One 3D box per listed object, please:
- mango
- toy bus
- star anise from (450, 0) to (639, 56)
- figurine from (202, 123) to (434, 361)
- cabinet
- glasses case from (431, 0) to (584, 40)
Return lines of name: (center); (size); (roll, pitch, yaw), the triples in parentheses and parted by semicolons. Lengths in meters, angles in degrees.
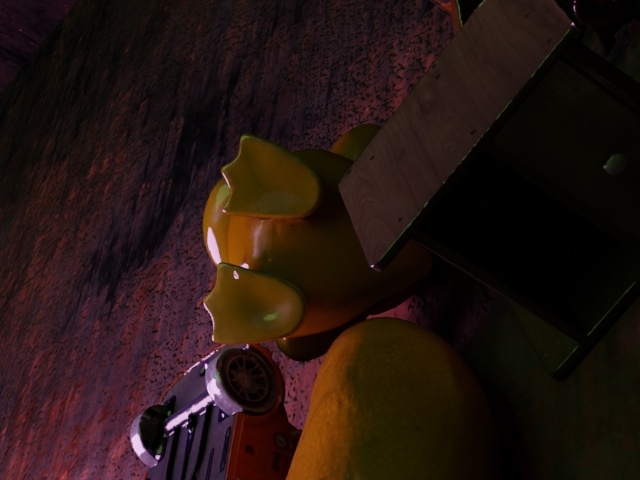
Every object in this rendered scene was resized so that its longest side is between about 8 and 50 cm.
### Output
mango: (0.044, 0.178, 1.053); (0.187, 0.144, 0.359); (-44, 23, 36)
toy bus: (-0.078, 0.245, 1.209); (0.143, 0.153, 0.329); (-37, 33, 39)
star anise: (0.223, -0.228, 1.169); (0.346, 0.148, 0.237); (-51, 20, -4)
figurine: (0.004, 0.002, 1.235); (0.215, 0.215, 0.228); (-58, 8, 3)
cabinet: (0.153, -0.049, 1.060); (0.215, 0.175, 0.148); (-52, 24, 16)
glasses case: (0.125, -0.225, 1.266); (0.049, 0.218, 0.075); (-6, 57, 63)
